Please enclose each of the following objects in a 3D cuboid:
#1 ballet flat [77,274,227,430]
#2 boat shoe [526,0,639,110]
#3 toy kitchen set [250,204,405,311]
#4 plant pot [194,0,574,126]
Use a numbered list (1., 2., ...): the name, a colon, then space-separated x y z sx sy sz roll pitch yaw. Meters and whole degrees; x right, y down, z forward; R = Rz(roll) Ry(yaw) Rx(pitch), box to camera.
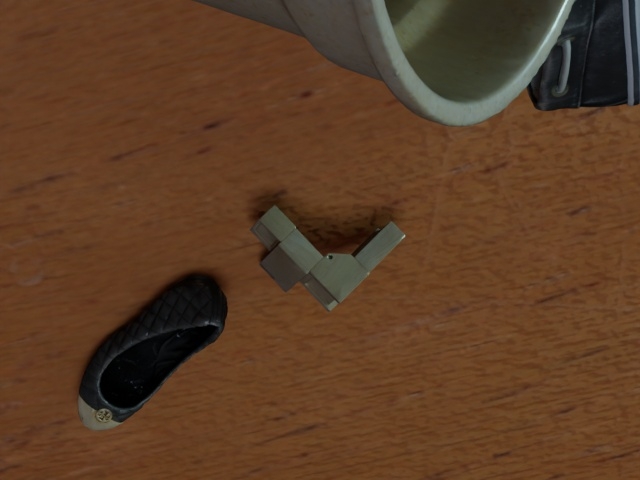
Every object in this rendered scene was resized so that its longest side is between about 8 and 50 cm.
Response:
1. ballet flat: -0.133 0.091 1.339 0.057 0.049 0.173 28 122 -26
2. boat shoe: 0.148 -0.197 1.075 0.119 0.121 0.335 -18 132 3
3. toy kitchen set: 0.000 0.000 1.295 0.083 0.075 0.068 46 160 -1
4. plant pot: -0.042 -0.245 0.871 0.305 0.334 0.334 13 137 26
